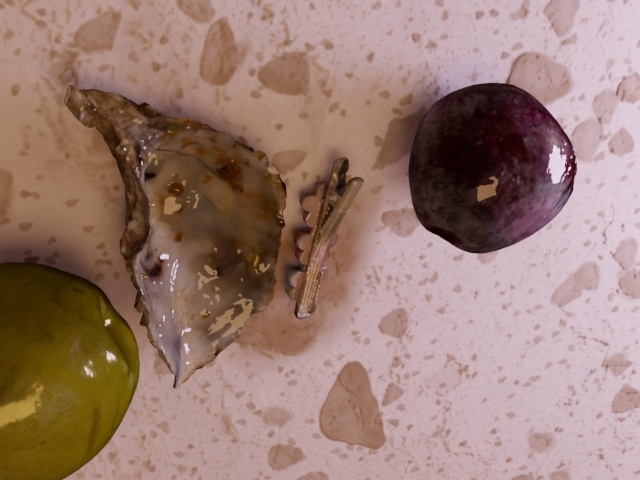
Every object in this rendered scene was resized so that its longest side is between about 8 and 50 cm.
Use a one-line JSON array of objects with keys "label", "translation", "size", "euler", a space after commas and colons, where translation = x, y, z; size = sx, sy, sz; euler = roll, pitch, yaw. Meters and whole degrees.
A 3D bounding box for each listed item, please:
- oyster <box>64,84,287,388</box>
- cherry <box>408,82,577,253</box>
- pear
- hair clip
[{"label": "oyster", "translation": [-0.141, -0.025, 1.307], "size": [0.204, 0.111, 0.396], "euler": [-27, 126, -23]}, {"label": "cherry", "translation": [0.189, -0.076, 1.327], "size": [0.195, 0.195, 0.195], "euler": [-9, 122, -14]}, {"label": "pear", "translation": [-0.349, 0.154, 1.249], "size": [0.307, 0.253, 0.253], "euler": [-21, 125, 8]}, {"label": "hair clip", "translation": [-0.003, -0.004, 1.385], "size": [0.062, 0.056, 0.214], "euler": [-5, 131, -35]}]
